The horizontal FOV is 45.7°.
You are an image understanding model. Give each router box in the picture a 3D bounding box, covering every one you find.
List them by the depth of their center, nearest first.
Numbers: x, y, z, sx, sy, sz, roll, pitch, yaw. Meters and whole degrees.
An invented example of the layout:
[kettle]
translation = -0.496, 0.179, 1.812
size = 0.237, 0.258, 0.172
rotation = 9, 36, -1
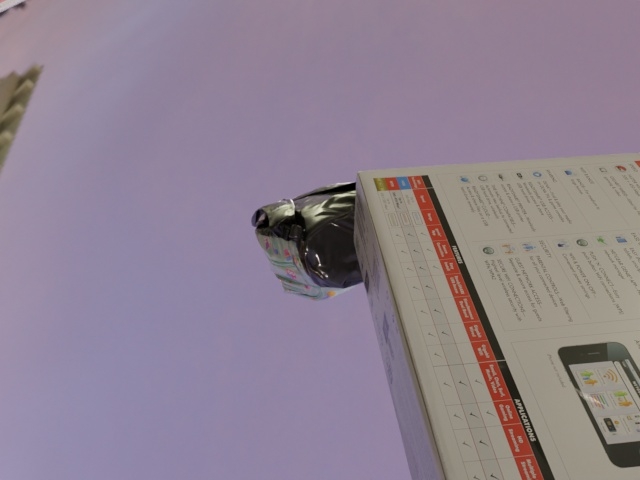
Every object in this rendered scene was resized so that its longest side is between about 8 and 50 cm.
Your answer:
[router box]
translation = 0.197, 0.063, 0.553
size = 0.301, 0.082, 0.335
rotation = -4, -141, -5

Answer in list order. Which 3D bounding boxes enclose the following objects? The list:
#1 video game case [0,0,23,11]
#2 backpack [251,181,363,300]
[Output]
[video game case]
translation = -0.347, -0.421, 0.823
size = 0.204, 0.285, 0.025
rotation = -20, -157, 11
[backpack]
translation = 0.000, 0.000, 0.844
size = 0.152, 0.115, 0.182
rotation = -23, -168, -27
